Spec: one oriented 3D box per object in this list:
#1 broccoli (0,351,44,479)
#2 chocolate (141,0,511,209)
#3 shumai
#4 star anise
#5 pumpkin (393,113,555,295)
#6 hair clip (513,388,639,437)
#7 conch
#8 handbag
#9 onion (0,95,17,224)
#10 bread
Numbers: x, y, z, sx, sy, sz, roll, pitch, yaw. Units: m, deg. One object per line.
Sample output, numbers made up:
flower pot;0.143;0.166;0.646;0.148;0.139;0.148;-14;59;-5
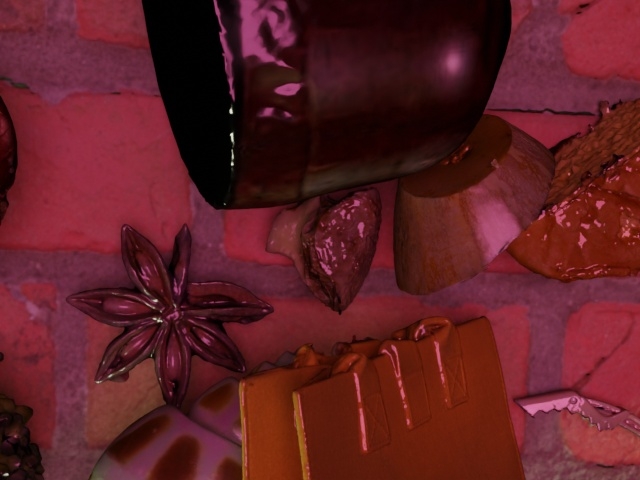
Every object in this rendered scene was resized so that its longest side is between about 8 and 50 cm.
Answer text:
broccoli;-0.452;0.227;1.167;0.293;0.348;0.281;-27;88;-47
chocolate;0.012;-0.230;1.125;0.331;0.383;0.383;-15;96;-14
shumai;0.000;0.002;1.252;0.116;0.145;0.145;19;93;11
star anise;-0.177;0.092;1.258;0.212;0.073;0.197;44;87;-5
pumpkin;0.143;-0.053;1.201;0.217;0.217;0.110;-38;108;-2
hair clip;0.341;0.205;1.342;0.226;0.034;0.072;19;89;-6
conch;-0.122;0.277;1.205;0.368;0.197;0.249;-33;137;19
handbag;0.072;0.230;1.166;0.133;0.401;0.283;-1;96;36
onion;-0.415;-0.097;1.171;0.272;0.195;0.272;14;119;25
bread;0.316;-0.040;1.264;0.260;0.160;0.147;-39;106;-5
